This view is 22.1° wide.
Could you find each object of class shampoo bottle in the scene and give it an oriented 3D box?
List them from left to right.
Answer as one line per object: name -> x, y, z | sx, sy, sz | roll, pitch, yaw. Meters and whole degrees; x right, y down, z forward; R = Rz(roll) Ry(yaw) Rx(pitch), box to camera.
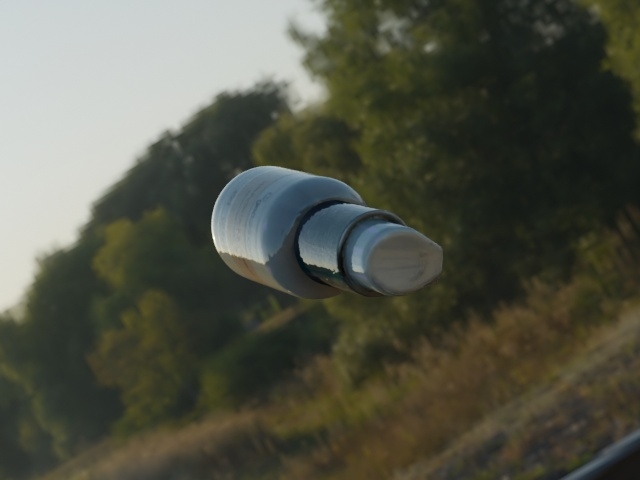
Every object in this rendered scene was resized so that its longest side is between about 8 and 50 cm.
shampoo bottle -> 0.000, 0.000, 0.948 | 0.074, 0.074, 0.192 | -30, 19, -18
